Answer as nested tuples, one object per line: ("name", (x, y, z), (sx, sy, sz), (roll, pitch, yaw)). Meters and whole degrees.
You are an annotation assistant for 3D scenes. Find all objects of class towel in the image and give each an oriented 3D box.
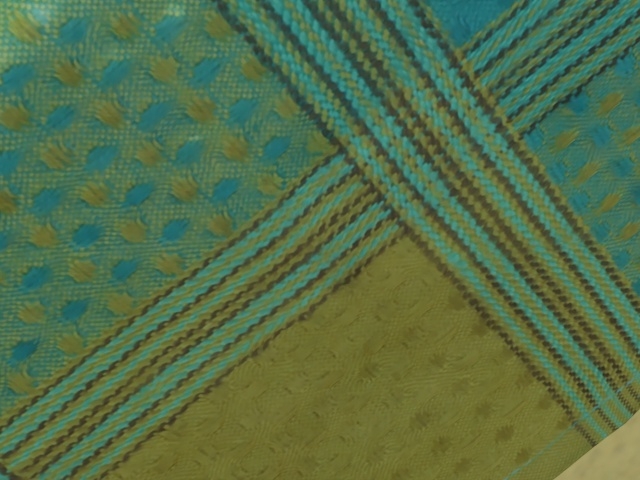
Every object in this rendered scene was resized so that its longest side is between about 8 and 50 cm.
("towel", (0.000, 0.000, 0.436), (0.370, 0.040, 0.271), (-39, 134, 1))
